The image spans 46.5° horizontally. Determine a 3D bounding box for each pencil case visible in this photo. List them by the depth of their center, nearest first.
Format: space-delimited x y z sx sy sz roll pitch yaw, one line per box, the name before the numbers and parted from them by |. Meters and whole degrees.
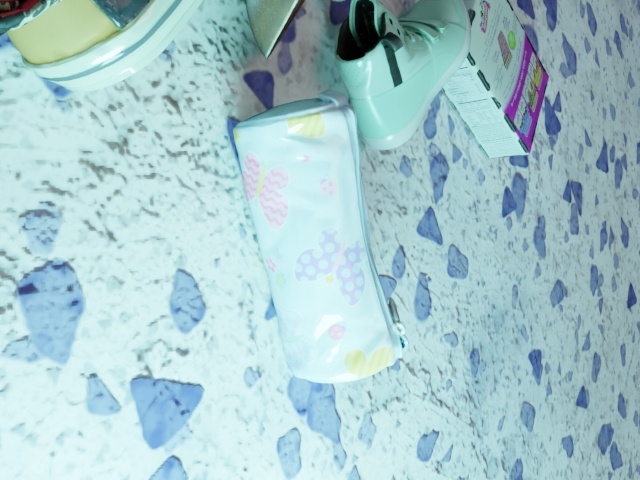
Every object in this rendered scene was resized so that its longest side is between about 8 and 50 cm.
pencil case | 0.000 0.000 0.718 0.113 0.124 0.273 -26 106 -48

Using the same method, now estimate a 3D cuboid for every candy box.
candy box | 0.241 -0.251 1.070 0.233 0.071 0.159 46 54 -39

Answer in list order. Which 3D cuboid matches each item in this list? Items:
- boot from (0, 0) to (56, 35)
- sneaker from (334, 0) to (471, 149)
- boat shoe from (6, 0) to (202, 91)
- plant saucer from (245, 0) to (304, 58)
boot | -0.235 -0.098 0.362 0.085 0.178 0.236 58 46 -30
sneaker | 0.101 -0.247 0.867 0.256 0.094 0.151 -63 144 -29
boat shoe | -0.105 -0.344 0.578 0.156 0.186 0.500 51 56 -42
plant saucer | 0.014 -0.308 0.663 0.050 0.310 0.311 30 59 -10
